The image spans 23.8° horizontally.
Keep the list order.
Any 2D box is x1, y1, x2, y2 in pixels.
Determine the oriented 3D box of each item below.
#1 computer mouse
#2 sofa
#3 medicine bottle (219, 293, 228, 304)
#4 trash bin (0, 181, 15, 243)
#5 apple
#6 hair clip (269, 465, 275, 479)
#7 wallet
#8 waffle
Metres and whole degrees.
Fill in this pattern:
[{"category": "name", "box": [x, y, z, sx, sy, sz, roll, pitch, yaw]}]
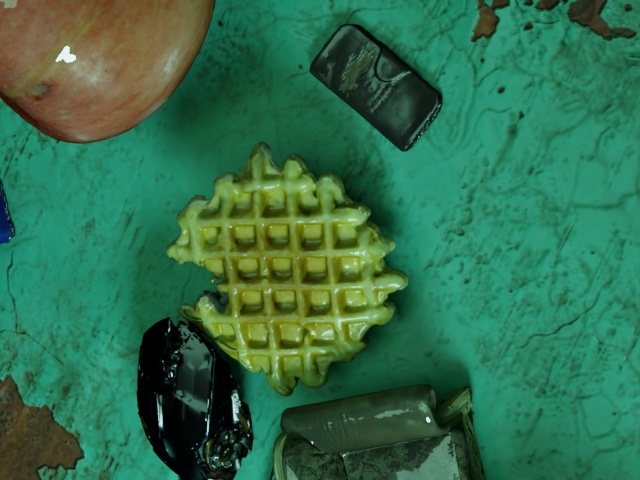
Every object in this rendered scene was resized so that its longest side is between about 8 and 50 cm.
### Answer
[{"category": "computer mouse", "box": [-0.155, 0.200, 1.759, 0.146, 0.077, 0.241, 6, 117, 28]}, {"category": "sofa", "box": [0.076, 0.293, 1.652, 0.200, 0.182, 0.258, -13, 88, 21]}, {"category": "medicine bottle", "box": [-0.083, 0.072, 1.774, 0.089, 0.052, 0.052, -42, 78, 18]}, {"category": "trash bin", "box": [-0.491, -0.022, 1.836, 0.162, 0.234, 0.184, -19, 86, 23]}, {"category": "apple", "box": [-0.284, -0.305, 1.685, 0.364, 0.364, 0.364, 1, 93, 22]}, {"category": "hair clip", "box": [-0.045, 0.356, 1.777, 0.083, 0.048, 0.275, -3, 90, 26]}, {"category": "wallet", "box": [0.064, -0.177, 1.724, 0.157, 0.018, 0.082, 43, 106, 15]}, {"category": "waffle", "box": [-0.044, 0.032, 1.699, 0.261, 0.056, 0.250, 41, 108, 4]}]
